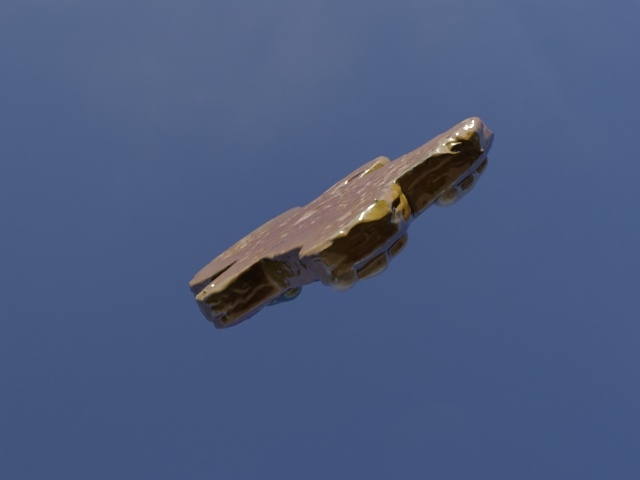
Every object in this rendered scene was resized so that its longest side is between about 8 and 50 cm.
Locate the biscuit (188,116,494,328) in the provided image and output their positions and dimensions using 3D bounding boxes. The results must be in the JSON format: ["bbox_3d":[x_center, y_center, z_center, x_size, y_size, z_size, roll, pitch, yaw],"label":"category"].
[{"bbox_3d":[0.000,0.000,0.897,0.197,0.301,0.049,-36,-82,-32],"label":"biscuit"}]
